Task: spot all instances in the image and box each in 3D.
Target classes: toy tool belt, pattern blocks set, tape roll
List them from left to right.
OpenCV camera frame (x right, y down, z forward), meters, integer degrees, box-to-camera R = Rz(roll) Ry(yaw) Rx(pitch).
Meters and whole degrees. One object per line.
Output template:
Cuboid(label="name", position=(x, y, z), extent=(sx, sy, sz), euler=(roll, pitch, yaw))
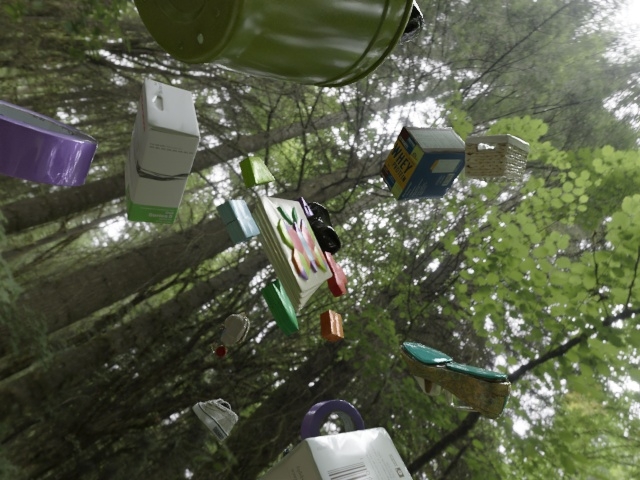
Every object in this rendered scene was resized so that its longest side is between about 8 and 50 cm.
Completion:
Cuboid(label="tape roll", position=(-0.568, -0.192, 0.793), extent=(0.274, 0.274, 0.090), euler=(28, -80, 30))
Cuboid(label="toy tool belt", position=(-0.165, 0.174, 0.808), extent=(0.052, 0.051, 0.083), euler=(29, -91, -2))
Cuboid(label="pattern blocks set", position=(-0.034, 0.010, 0.619), extent=(0.026, 0.325, 0.286), euler=(-26, -79, 15))
Cuboid(label="tape roll", position=(0.039, 0.604, 1.364), extent=(0.189, 0.189, 0.080), euler=(57, -33, 5))

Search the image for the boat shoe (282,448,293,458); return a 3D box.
Cuboid(label="boat shoe", position=(-0.073, 0.694, 1.325), extent=(0.183, 0.065, 0.083), euler=(-21, -121, 54))

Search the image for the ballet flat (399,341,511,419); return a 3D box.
Cuboid(label="ballet flat", position=(0.311, 0.346, 1.077), extent=(0.348, 0.123, 0.123), euler=(3, -67, 62))

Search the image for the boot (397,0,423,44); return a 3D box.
Cuboid(label="boot", position=(0.151, -0.648, 1.043), extent=(0.096, 0.264, 0.281), euler=(-21, -108, 30))

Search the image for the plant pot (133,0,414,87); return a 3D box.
Cuboid(label="plant pot", position=(-0.087, -0.416, 0.684), extent=(0.366, 0.353, 0.367), euler=(17, -59, 30))

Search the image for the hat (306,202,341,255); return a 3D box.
Cuboid(label="hat", position=(0.000, 0.000, 1.787), extent=(0.133, 0.331, 0.332), euler=(10, -64, 37))

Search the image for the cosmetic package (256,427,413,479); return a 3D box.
Cuboid(label="cosmetic package", position=(0.005, 0.320, 0.459), extent=(0.184, 0.151, 0.151), euler=(-46, -128, 20))

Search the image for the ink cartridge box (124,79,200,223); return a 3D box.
Cuboid(label="ink cartridge box", position=(-0.385, -0.205, 1.034), extent=(0.273, 0.114, 0.198), euler=(-57, -139, 37))

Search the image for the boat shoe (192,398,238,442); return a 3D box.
Cuboid(label="boat shoe", position=(-0.312, 0.519, 1.297), extent=(0.096, 0.088, 0.267), euler=(52, -25, -5))

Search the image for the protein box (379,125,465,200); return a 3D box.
Cuboid(label="protein box", position=(0.338, -0.249, 1.410), extent=(0.136, 0.201, 0.200), euler=(65, -33, 34))

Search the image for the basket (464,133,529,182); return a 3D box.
Cuboid(label="basket", position=(0.452, -0.205, 1.111), extent=(0.113, 0.167, 0.103), euler=(7, -84, 42))
